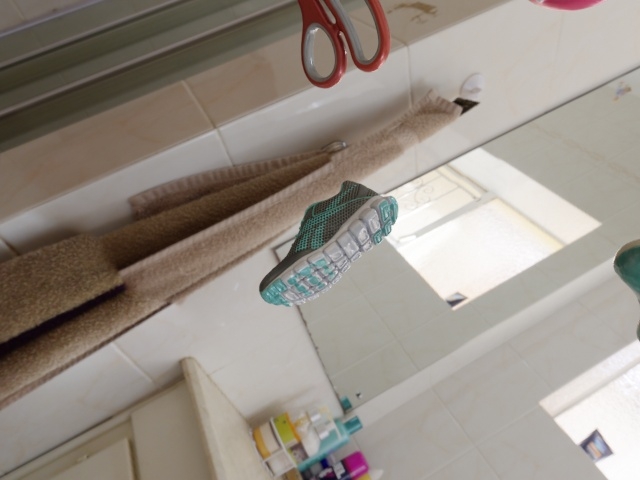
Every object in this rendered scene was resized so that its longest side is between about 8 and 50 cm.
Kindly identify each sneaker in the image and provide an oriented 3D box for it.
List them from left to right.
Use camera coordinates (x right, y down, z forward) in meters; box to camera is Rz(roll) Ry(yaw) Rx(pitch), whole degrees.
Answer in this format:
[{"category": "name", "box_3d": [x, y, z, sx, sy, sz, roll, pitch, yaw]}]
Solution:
[{"category": "sneaker", "box_3d": [0.000, 0.000, 0.454, 0.076, 0.166, 0.065, 45, -12, 38]}]

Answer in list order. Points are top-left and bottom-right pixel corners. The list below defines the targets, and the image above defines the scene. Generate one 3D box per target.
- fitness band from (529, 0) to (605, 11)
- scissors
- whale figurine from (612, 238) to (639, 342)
[{"category": "fitness band", "box_3d": [0.336, -0.441, 0.583, 0.054, 0.209, 0.291, 11, 44, -42]}, {"category": "scissors", "box_3d": [-0.020, -0.303, 0.455, 0.109, 0.021, 0.297, -22, -88, 41]}, {"category": "whale figurine", "box_3d": [0.310, 0.024, 0.207, 0.216, 0.272, 0.141, 55, 34, -27]}]
